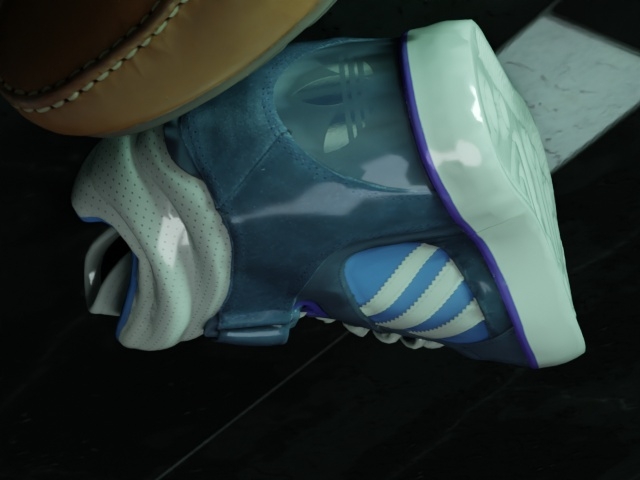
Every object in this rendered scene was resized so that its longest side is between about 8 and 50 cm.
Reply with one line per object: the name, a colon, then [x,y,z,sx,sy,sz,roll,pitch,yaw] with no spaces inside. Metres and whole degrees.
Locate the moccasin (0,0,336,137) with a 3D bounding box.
moccasin: [-0.017,-0.182,0.671,0.147,0.139,0.380,12,138,-40]

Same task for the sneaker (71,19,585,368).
sneaker: [0.000,0.000,1.013,0.236,0.130,0.323,-14,156,12]
